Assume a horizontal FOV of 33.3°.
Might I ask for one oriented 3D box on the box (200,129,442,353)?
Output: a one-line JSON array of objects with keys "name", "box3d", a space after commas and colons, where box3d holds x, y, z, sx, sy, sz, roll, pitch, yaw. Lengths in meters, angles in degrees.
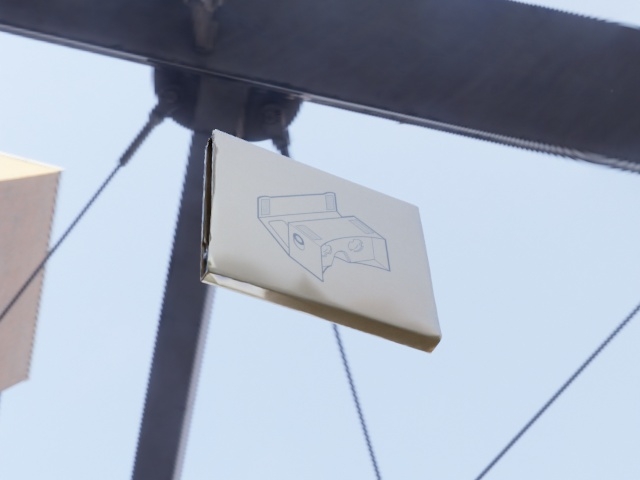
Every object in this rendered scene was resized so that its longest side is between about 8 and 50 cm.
[{"name": "box", "box3d": [0.000, 0.000, 0.865, 0.201, 0.164, 0.021, 19, -51, -21]}]
